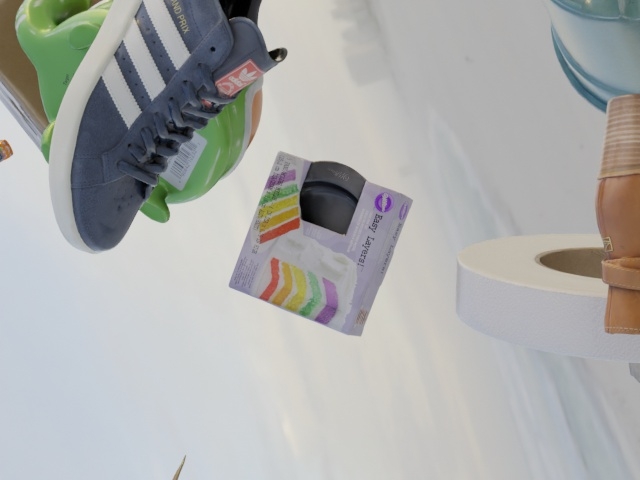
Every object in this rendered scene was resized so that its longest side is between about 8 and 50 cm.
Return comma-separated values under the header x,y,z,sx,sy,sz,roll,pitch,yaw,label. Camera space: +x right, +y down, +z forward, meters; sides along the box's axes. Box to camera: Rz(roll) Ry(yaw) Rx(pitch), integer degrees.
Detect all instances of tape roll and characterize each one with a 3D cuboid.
x,y,z,sx,sy,sz,roll,pitch,yaw,label
0.348,0.057,1.302,0.392,0.392,0.072,-71,-17,-79,tape roll

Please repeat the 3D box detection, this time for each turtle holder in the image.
x,y,z,sx,sy,sz,roll,pitch,yaw,label
-0.219,-0.188,1.390,0.227,0.320,0.243,-48,-36,-50,turtle holder

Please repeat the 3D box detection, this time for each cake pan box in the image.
x,y,z,sx,sy,sz,roll,pitch,yaw,label
0.000,0.000,1.935,0.266,0.246,0.070,-68,-21,1,cake pan box

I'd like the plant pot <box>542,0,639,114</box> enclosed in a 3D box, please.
x,y,z,sx,sy,sz,roll,pitch,yaw,label
0.418,-0.349,1.447,0.334,0.341,0.341,21,-129,-63,plant pot

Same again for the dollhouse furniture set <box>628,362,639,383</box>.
x,y,z,sx,sy,sz,roll,pitch,yaw,label
0.582,0.153,1.717,0.161,0.182,0.101,7,109,66,dollhouse furniture set

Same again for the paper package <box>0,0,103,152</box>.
x,y,z,sx,sy,sz,roll,pitch,yaw,label
-0.328,-0.291,1.666,0.168,0.325,0.309,21,151,56,paper package

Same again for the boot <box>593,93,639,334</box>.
x,y,z,sx,sy,sz,roll,pitch,yaw,label
0.378,-0.009,1.053,0.109,0.284,0.220,-10,76,64,boot

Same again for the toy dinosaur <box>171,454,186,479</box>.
x,y,z,sx,sy,sz,roll,pitch,yaw,label
-0.209,0.387,1.534,0.093,0.053,0.183,31,110,56,toy dinosaur

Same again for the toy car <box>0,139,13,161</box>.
x,y,z,sx,sy,sz,roll,pitch,yaw,label
-0.573,-0.117,2.033,0.040,0.060,0.122,-91,-1,-62,toy car

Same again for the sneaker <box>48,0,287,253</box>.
x,y,z,sx,sy,sz,roll,pitch,yaw,label
-0.120,-0.142,1.021,0.350,0.148,0.131,-70,-19,0,sneaker
